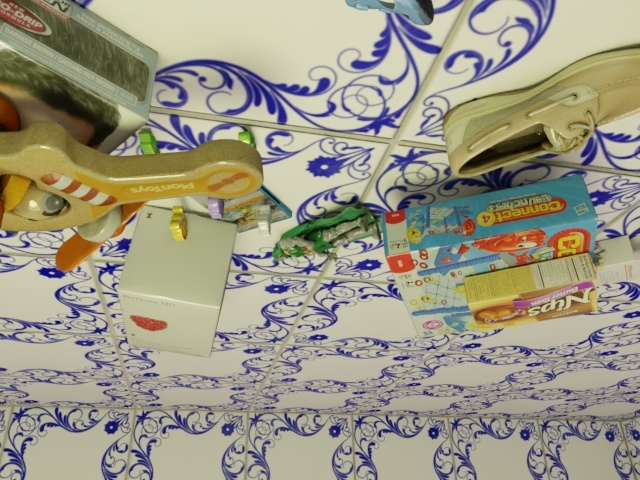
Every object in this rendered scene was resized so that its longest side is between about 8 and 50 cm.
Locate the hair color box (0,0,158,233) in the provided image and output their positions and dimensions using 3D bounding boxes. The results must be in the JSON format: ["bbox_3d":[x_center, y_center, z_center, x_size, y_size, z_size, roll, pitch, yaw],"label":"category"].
[{"bbox_3d":[-0.393,-0.149,0.694,0.374,0.113,0.185,-26,144,36],"label":"hair color box"}]

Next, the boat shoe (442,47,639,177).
[{"bbox_3d":[0.316,-0.157,0.723,0.302,0.098,0.109,-13,149,21],"label":"boat shoe"}]

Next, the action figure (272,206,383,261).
[{"bbox_3d":[0.000,0.000,1.044,0.232,0.063,0.137,-17,151,33],"label":"action figure"}]

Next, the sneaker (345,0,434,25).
[{"bbox_3d":[0.058,-0.265,0.566,0.144,0.053,0.059,27,141,-27],"label":"sneaker"}]

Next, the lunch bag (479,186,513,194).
[{"bbox_3d":[0.352,-0.005,1.008,0.176,0.090,0.219,2,147,0],"label":"lunch bag"}]

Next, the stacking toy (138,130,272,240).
[{"bbox_3d":[-0.173,-0.081,0.861,0.167,0.052,0.221,-2,141,3],"label":"stacking toy"}]

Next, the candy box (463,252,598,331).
[{"bbox_3d":[0.331,0.086,0.862,0.187,0.053,0.109,-13,143,19],"label":"candy box"}]

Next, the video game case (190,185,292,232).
[{"bbox_3d":[-0.141,-0.067,0.956,0.119,0.015,0.166,-15,148,23],"label":"video game case"}]

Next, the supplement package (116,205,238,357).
[{"bbox_3d":[-0.274,0.092,1.060,0.178,0.175,0.293,12,149,-8],"label":"supplement package"}]

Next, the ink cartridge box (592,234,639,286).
[{"bbox_3d":[0.598,0.047,1.149,0.181,0.061,0.104,-15,149,24],"label":"ink cartridge box"}]

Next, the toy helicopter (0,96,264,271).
[{"bbox_3d":[-0.240,-0.055,0.623,0.355,0.140,0.235,-5,154,0],"label":"toy helicopter"}]

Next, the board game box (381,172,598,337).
[{"bbox_3d":[0.285,0.045,0.925,0.302,0.086,0.308,-11,143,15],"label":"board game box"}]
